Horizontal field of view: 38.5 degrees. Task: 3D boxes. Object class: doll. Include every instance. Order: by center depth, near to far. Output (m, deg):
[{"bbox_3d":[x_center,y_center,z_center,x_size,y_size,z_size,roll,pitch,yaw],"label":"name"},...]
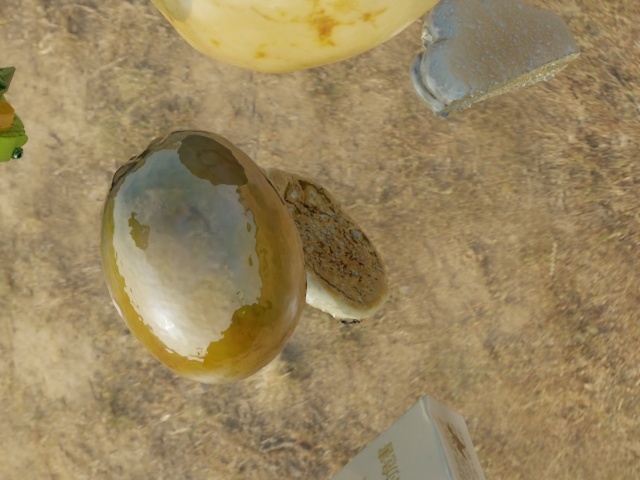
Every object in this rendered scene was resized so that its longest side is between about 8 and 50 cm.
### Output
[{"bbox_3d":[-0.436,-0.168,1.160,0.106,0.134,0.186,-57,46,26],"label":"doll"}]

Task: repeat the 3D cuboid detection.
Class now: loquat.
[{"bbox_3d":[-0.101,0.014,0.804,0.179,0.179,0.227,-2,116,25],"label":"loquat"}]

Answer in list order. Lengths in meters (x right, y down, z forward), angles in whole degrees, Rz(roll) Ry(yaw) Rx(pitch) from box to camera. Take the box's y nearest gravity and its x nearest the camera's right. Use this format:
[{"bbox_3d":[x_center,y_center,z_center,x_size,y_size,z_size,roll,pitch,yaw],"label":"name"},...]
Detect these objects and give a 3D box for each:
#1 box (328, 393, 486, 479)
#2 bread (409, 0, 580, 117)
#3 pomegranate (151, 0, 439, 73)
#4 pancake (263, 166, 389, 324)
[{"bbox_3d":[-0.010,0.303,0.696,0.051,0.204,0.365,35,112,-27],"label":"box"},{"bbox_3d":[0.272,-0.322,1.510,0.183,0.337,0.102,60,147,12],"label":"bread"},{"bbox_3d":[-0.008,-0.309,0.725,0.343,0.342,0.342,3,96,25],"label":"pomegranate"},{"bbox_3d":[-0.001,0.001,1.335,0.049,0.282,0.282,-43,77,26],"label":"pancake"}]
